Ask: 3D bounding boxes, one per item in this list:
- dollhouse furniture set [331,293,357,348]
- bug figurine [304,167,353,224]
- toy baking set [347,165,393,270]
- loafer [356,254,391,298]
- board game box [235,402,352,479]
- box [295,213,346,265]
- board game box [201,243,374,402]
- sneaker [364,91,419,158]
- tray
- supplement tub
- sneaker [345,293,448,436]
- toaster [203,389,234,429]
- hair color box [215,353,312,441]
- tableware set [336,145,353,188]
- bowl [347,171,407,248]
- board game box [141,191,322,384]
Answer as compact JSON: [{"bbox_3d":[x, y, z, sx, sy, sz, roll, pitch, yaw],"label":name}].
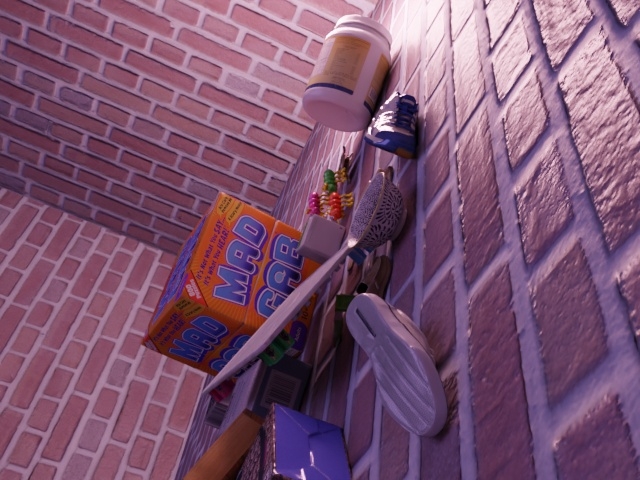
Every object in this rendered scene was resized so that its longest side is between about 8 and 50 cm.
[{"bbox_3d":[0.058,0.166,1.521,0.151,0.059,0.076,94,-178,-53],"label":"dollhouse furniture set"},{"bbox_3d":[0.010,-0.089,2.127,0.279,0.072,0.216,124,151,-51],"label":"bug figurine"},{"bbox_3d":[0.109,-0.060,1.727,0.196,0.030,0.256,-87,22,-63],"label":"toy baking set"},{"bbox_3d":[0.100,0.086,1.389,0.056,0.050,0.148,126,164,-52],"label":"loafer"},{"bbox_3d":[-0.073,0.466,1.200,0.232,0.141,0.290,-107,41,-75],"label":"board game box"},{"bbox_3d":[0.000,0.000,1.968,0.101,0.102,0.087,-70,12,-22],"label":"box"},{"bbox_3d":[-0.073,0.179,1.611,0.390,0.050,0.390,-47,3,-36],"label":"board game box"},{"bbox_3d":[0.171,-0.274,1.641,0.296,0.112,0.130,-98,32,-70],"label":"sneaker"},{"bbox_3d":[-0.202,0.541,1.456,0.203,0.076,0.410,-45,-25,-43],"label":"tray"},{"bbox_3d":[0.093,-0.532,2.290,0.228,0.228,0.316,144,148,-72],"label":"supplement tub"},{"bbox_3d":[0.124,0.165,0.997,0.094,0.091,0.258,-58,34,24],"label":"sneaker"},{"bbox_3d":[-0.300,0.534,2.362,0.168,0.110,0.185,122,166,-48],"label":"toaster"},{"bbox_3d":[-0.151,0.417,1.809,0.374,0.114,0.185,-47,22,61],"label":"hair color box"},{"bbox_3d":[0.079,-0.230,2.255,0.194,0.039,0.128,-87,9,-78],"label":"tableware set"},{"bbox_3d":[0.126,-0.048,1.464,0.170,0.080,0.170,-158,90,-81],"label":"bowl"},{"bbox_3d":[-0.241,0.157,2.048,0.356,0.356,0.356,-44,25,49],"label":"board game box"}]
